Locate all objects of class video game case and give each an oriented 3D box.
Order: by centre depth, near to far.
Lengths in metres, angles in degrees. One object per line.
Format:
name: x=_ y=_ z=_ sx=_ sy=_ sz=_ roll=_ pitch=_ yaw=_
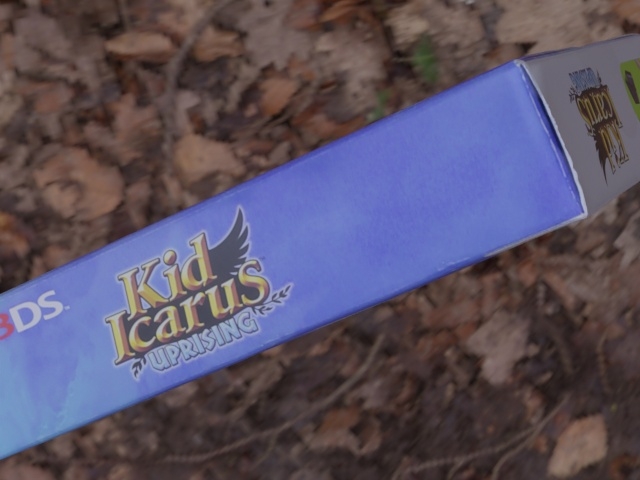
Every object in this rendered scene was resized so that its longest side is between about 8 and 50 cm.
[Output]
video game case: x=0.000 y=0.000 z=0.731 sx=0.269 sy=0.244 sz=0.061 roll=-23 pitch=89 yaw=21
